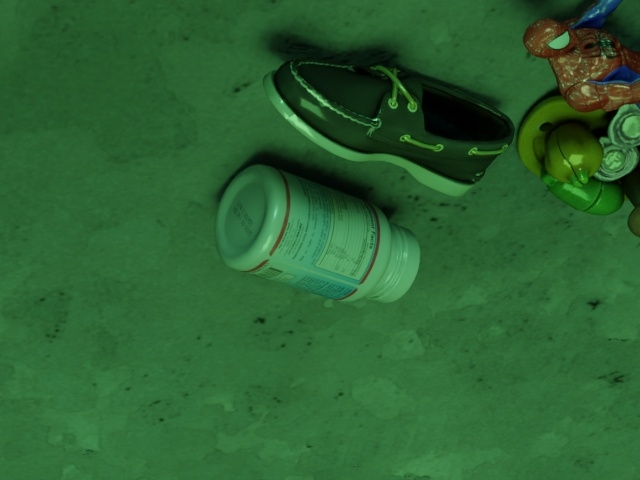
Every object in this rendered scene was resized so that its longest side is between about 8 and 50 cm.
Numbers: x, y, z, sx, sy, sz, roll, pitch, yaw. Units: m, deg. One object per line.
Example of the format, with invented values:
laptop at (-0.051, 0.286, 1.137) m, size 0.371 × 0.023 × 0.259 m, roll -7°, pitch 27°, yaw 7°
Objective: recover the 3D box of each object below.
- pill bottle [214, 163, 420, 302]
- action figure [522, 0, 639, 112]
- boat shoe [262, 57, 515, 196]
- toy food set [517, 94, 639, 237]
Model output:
pill bottle at (0.000, 0.000, 1.557) m, size 0.160 × 0.087 × 0.087 m, roll 19°, pitch 133°, yaw -35°
action figure at (0.283, -0.139, 1.460) m, size 0.280 × 0.091 × 0.139 m, roll 14°, pitch 138°, yaw -33°
boat shoe at (0.055, -0.099, 1.456) m, size 0.228 × 0.081 × 0.069 m, roll 17°, pitch 131°, yaw -43°
toy food set at (0.264, -0.055, 1.574) m, size 0.218 × 0.071 × 0.128 m, roll 18°, pitch 134°, yaw -34°
